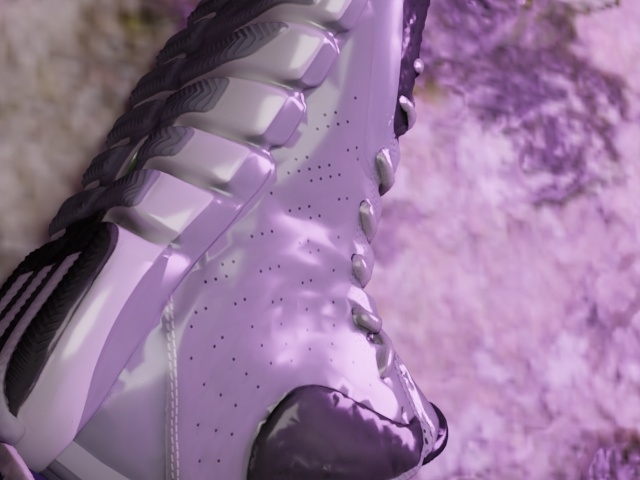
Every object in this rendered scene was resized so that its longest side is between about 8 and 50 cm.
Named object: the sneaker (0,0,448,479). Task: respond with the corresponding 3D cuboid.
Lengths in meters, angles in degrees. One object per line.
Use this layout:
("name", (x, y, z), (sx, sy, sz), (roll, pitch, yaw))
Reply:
("sneaker", (0.000, 0.000, 0.499), (0.132, 0.086, 0.229), (43, 65, -20))

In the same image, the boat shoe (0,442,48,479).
("boat shoe", (-0.092, 0.126, 0.277), (0.158, 0.340, 0.127), (36, 99, -12))
